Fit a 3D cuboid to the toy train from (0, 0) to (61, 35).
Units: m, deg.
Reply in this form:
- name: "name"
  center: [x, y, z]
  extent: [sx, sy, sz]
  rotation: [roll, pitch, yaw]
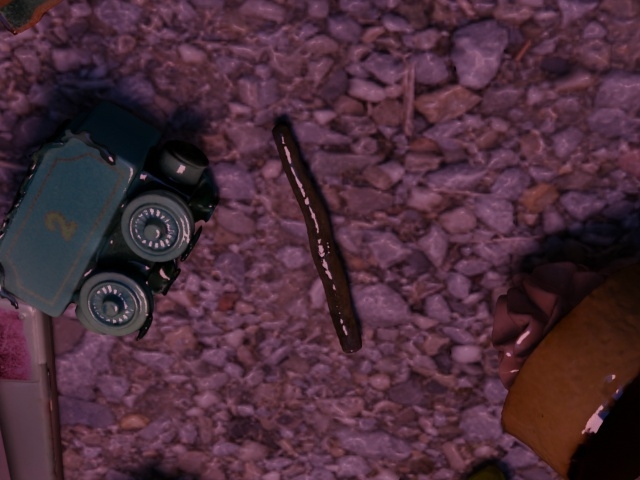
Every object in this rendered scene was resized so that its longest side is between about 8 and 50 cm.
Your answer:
- name: "toy train"
  center: [-0.258, -0.271, 1.520]
  extent: [0.118, 0.074, 0.176]
  rotation: [-30, 112, 22]

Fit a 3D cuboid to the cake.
- name: "cake"
  center: [0.227, 0.104, 1.608]
  extent: [0.178, 0.185, 0.208]
  rotation: [38, 149, 33]

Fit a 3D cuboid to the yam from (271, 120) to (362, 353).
- name: "yam"
  center: [-0.001, 0.000, 1.648]
  extent: [0.027, 0.029, 0.234]
  rotation: [-9, 115, 22]

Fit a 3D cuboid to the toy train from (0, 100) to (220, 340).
- name: "toy train"
  center: [-0.192, -0.016, 1.618]
  extent: [0.163, 0.112, 0.203]
  rotation: [30, 114, -2]

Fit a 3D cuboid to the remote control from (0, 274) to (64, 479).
- name: "remote control"
  center: [-0.322, 0.189, 1.759]
  extent: [0.145, 0.050, 0.344]
  rotation: [3, 117, 4]

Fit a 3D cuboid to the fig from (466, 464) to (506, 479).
- name: "fig"
  center: [0.134, 0.352, 1.736]
  extent: [0.167, 0.167, 0.233]
  rotation: [14, 123, -2]

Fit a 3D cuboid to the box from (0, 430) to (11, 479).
- name: "box"
  center: [-0.448, 0.179, 1.697]
  extent: [0.299, 0.106, 0.200]
  rotation: [5, 117, 22]
